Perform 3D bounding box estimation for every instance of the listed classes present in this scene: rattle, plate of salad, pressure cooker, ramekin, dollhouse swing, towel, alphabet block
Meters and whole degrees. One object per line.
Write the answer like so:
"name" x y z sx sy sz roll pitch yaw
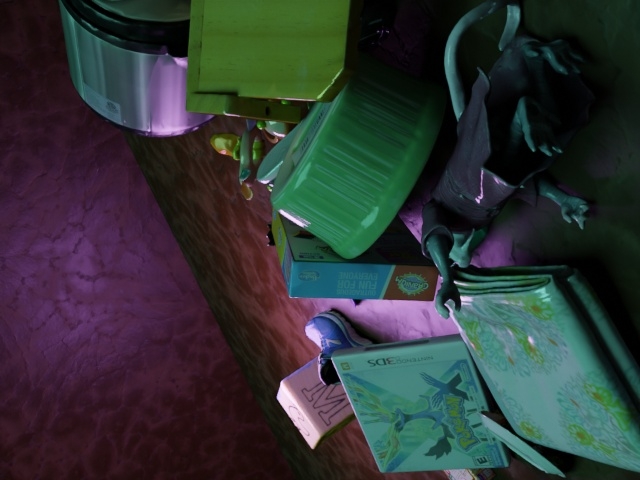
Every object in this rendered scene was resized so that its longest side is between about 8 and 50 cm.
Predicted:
"rattle" -0.203 -0.179 1.684 0.143 0.199 0.130 15 143 -3
"plate of salad" 0.387 0.382 1.417 0.200 0.048 0.200 37 172 6
"pressure cooker" -0.318 -0.450 1.446 0.420 0.370 0.375 110 155 -60
"ramekin" 0.046 -0.138 1.128 0.148 0.303 0.303 27 162 -11
"dollhouse swing" -0.020 -0.350 1.097 0.305 0.315 0.346 8 98 26
"towel" 0.360 0.199 1.173 0.374 0.090 0.320 56 161 -11
"alphabet block" 0.007 0.472 2.203 0.197 0.193 0.192 52 159 18

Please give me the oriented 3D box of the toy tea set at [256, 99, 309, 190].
"toy tea set" -0.096 -0.219 1.617 0.200 0.124 0.336 40 152 40

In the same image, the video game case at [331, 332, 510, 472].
"video game case" 0.214 0.355 1.571 0.300 0.036 0.328 -12 113 26

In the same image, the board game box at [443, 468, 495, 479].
"board game box" 0.322 0.520 1.774 0.193 0.045 0.146 48 156 25

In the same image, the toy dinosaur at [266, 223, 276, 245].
"toy dinosaur" 0.000 0.000 1.660 0.218 0.164 0.322 33 151 -18

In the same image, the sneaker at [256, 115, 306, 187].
"sneaker" 0.016 -0.171 1.470 0.147 0.104 0.296 29 138 -28

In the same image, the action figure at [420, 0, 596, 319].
"action figure" 0.199 -0.084 0.982 0.275 0.248 0.370 54 155 16

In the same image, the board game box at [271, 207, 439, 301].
"board game box" 0.047 0.011 1.309 0.316 0.242 0.064 -112 26 -68

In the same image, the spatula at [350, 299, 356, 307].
"spatula" 0.091 0.101 1.753 0.084 0.030 0.296 59 159 8

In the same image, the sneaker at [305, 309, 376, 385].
"sneaker" 0.037 0.295 1.964 0.330 0.147 0.129 30 144 56

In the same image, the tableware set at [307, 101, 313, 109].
"tableware set" -0.029 -0.313 1.365 0.024 0.104 0.154 -9 124 31

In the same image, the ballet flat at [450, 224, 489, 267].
"ballet flat" 0.211 0.014 1.298 0.083 0.087 0.247 53 158 11

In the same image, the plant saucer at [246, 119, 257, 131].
"plant saucer" -0.155 -0.299 1.620 0.119 0.021 0.119 173 90 -88

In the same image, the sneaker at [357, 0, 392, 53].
"sneaker" 0.025 -0.341 1.233 0.108 0.100 0.271 66 158 -4
